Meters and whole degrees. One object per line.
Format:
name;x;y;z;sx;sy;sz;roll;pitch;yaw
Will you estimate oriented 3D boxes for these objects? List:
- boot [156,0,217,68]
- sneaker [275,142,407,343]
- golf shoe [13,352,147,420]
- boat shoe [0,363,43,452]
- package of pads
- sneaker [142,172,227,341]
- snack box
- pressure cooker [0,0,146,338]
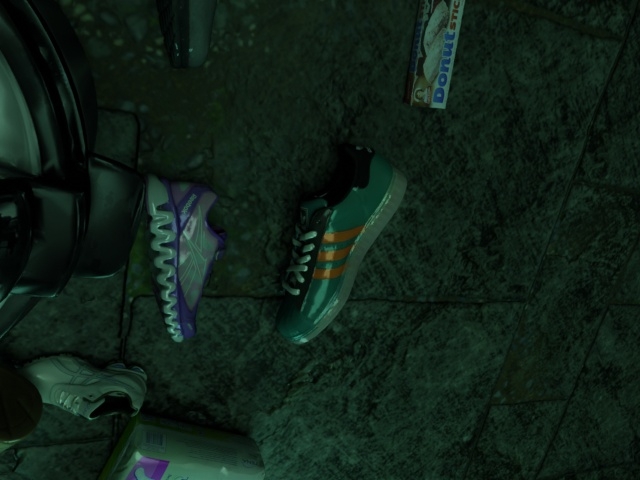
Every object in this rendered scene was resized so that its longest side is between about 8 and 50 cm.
boot;-0.058;-0.349;0.540;0.223;0.118;0.338;0;115;-28
sneaker;0.000;0.000;0.712;0.121;0.108;0.302;30;89;-29
golf shoe;-0.326;0.203;0.664;0.176;0.086;0.069;7;110;-23
boat shoe;-0.496;0.147;0.549;0.110;0.121;0.341;-37;112;21
package of pads;-0.248;0.435;0.782;0.229;0.101;0.296;25;100;-29
sneaker;-0.174;0.024;0.655;0.104;0.095;0.236;-11;114;-27
snack box;0.165;-0.284;0.707;0.064;0.022;0.178;-3;111;-23
pressure cooker;-0.360;-0.084;0.340;0.370;0.420;0.375;-28;119;-11
